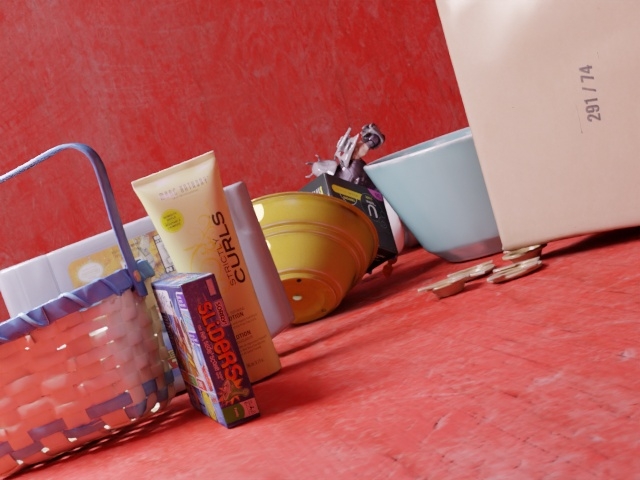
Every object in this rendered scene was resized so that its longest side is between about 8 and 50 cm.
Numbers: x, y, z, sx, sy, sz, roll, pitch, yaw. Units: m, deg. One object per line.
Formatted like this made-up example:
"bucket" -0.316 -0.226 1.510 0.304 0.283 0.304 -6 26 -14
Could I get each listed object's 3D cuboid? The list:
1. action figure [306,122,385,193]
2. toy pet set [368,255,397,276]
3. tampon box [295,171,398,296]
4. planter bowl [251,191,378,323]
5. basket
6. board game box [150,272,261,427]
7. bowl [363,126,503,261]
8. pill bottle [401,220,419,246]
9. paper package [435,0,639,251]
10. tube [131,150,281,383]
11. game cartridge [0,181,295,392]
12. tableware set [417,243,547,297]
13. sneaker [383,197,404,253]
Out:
"action figure" 0.100 -0.100 2.393 0.285 0.185 0.099 11 29 -25
"toy pet set" 0.060 0.008 2.016 0.065 0.122 0.114 -54 -17 -36
"tampon box" 0.000 0.000 1.889 0.161 0.101 0.120 -34 -33 32
"planter bowl" -0.031 0.042 1.766 0.217 0.090 0.217 -3 -39 -2
"basket" -0.295 0.073 1.421 0.254 0.289 0.201 -21 6 14
"board game box" -0.113 0.099 1.326 0.035 0.136 0.201 -19 4 -14
"bowl" 0.231 -0.075 1.879 0.311 0.163 0.311 -19 4 1
"pill bottle" 0.226 -0.086 2.311 0.229 0.131 0.131 -20 4 -11
"paper package" 0.316 -0.173 1.534 0.309 0.325 0.168 -11 6 45
"tube" -0.112 0.034 1.456 0.062 0.240 0.070 -19 2 37
"game cartridge" -0.190 0.076 1.565 0.297 0.198 0.062 -21 -4 -6
"tableware set" 0.195 0.033 1.610 0.141 0.020 0.168 -18 4 21
"sneaker" 0.036 0.003 2.259 0.151 0.094 0.256 -15 -8 -20
